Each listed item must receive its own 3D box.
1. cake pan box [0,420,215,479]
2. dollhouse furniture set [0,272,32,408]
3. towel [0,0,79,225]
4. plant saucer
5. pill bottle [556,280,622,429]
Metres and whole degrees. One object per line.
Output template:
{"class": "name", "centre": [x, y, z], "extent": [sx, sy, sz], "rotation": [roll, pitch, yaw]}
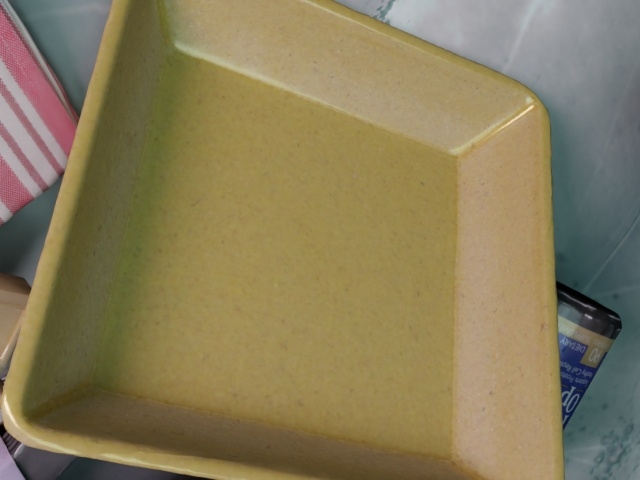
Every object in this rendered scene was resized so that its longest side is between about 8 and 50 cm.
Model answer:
{"class": "cake pan box", "centre": [-0.111, 0.196, 0.544], "extent": [0.246, 0.070, 0.266], "rotation": [-31, 115, -25]}
{"class": "dollhouse furniture set", "centre": [-0.222, 0.104, 0.556], "extent": [0.161, 0.101, 0.181], "rotation": [22, 99, -47]}
{"class": "towel", "centre": [-0.240, -0.055, 0.460], "extent": [0.197, 0.029, 0.144], "rotation": [-47, 134, -28]}
{"class": "plant saucer", "centre": [0.000, 0.000, 0.512], "extent": [0.333, 0.081, 0.332], "rotation": [17, 62, -21]}
{"class": "pill bottle", "centre": [0.139, 0.130, 0.642], "extent": [0.123, 0.123, 0.219], "rotation": [23, 98, -22]}
